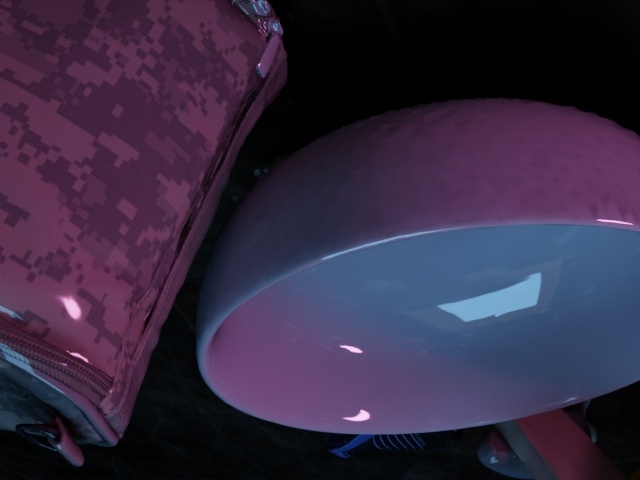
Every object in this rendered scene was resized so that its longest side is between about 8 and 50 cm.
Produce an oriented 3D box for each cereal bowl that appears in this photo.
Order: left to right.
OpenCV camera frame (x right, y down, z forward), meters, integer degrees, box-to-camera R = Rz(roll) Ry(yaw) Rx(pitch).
[{"bbox_3d":[0.085,0.015,0.560,0.339,0.141,0.339,-4,151,-2],"label":"cereal bowl"}]

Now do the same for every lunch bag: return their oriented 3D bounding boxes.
[{"bbox_3d":[-0.177,-0.046,0.480,0.256,0.305,0.212,15,148,7],"label":"lunch bag"}]

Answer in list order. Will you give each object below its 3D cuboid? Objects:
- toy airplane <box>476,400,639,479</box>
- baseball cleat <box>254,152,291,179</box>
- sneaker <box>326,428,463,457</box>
[{"bbox_3d":[0.289,0.272,0.662,0.384,0.386,0.272,13,133,6],"label":"toy airplane"},{"bbox_3d":[0.000,0.000,0.688,0.109,0.072,0.206,-1,147,-4],"label":"baseball cleat"},{"bbox_3d":[0.093,0.199,0.901,0.090,0.081,0.232,33,141,-12],"label":"sneaker"}]
